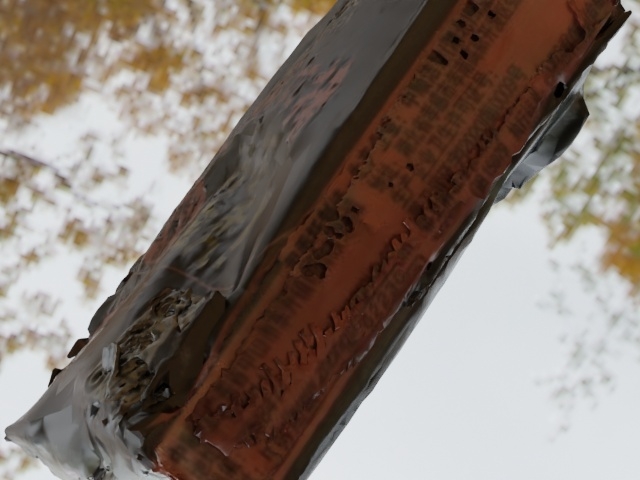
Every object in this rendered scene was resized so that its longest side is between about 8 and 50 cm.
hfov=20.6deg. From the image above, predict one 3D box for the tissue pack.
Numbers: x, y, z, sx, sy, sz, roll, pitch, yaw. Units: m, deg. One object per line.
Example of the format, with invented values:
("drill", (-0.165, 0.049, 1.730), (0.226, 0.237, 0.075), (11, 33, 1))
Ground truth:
("tissue pack", (0.000, 0.000, 0.874), (0.123, 0.245, 0.332), (41, -108, -15))
